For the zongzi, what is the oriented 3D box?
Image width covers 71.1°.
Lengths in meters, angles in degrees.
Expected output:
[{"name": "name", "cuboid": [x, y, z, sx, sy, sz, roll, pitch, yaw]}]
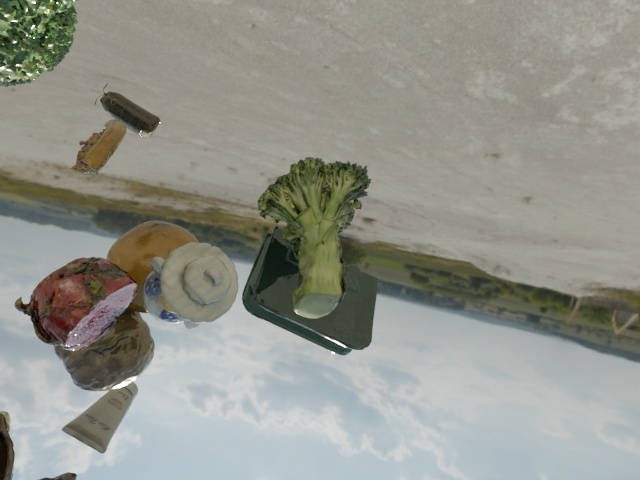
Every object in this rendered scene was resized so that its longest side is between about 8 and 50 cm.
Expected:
[{"name": "zongzi", "cuboid": [-0.626, -0.405, 1.456, 0.187, 0.084, 0.184, 34, 169, -22]}]

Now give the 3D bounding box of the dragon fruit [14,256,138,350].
[{"name": "dragon fruit", "cuboid": [-0.523, 0.133, 0.972, 0.147, 0.211, 0.282, 41, 144, 1]}]

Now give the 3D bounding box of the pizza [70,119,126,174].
[{"name": "pizza", "cuboid": [-0.534, -0.231, 1.087, 0.134, 0.271, 0.056, -23, 126, 17]}]

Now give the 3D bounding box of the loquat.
[{"name": "loquat", "cuboid": [-0.446, 0.078, 1.225, 0.263, 0.262, 0.263, 14, 176, 1]}]

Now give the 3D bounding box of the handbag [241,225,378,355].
[{"name": "handbag", "cuboid": [-0.016, 0.127, 1.116, 0.327, 0.238, 0.089, 28, 143, -16]}]

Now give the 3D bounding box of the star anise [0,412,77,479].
[{"name": "star anise", "cuboid": [-0.310, 0.254, 0.348, 0.093, 0.229, 0.236, -5, -159, 37]}]

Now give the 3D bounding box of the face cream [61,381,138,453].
[{"name": "face cream", "cuboid": [-0.697, 0.566, 1.462, 0.143, 0.089, 0.314, 35, -170, -5]}]

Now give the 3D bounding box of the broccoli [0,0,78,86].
[{"name": "broccoli", "cuboid": [-0.451, -0.310, 0.482, 0.321, 0.310, 0.413, 46, 146, -15]}]

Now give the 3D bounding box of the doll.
[{"name": "doll", "cuboid": [-0.221, 0.080, 0.719, 0.119, 0.138, 0.293, -28, -175, -37]}]

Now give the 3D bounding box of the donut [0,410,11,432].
[{"name": "donut", "cuboid": [-0.905, 0.506, 1.194, 0.166, 0.108, 0.065, -6, -147, -5]}]

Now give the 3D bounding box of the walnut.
[{"name": "walnut", "cuboid": [-0.587, 0.288, 1.242, 0.249, 0.248, 0.248, 14, 176, 1]}]

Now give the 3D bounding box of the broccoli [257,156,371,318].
[{"name": "broccoli", "cuboid": [-0.020, 0.006, 0.938, 0.252, 0.361, 0.221, -15, 135, 39]}]
